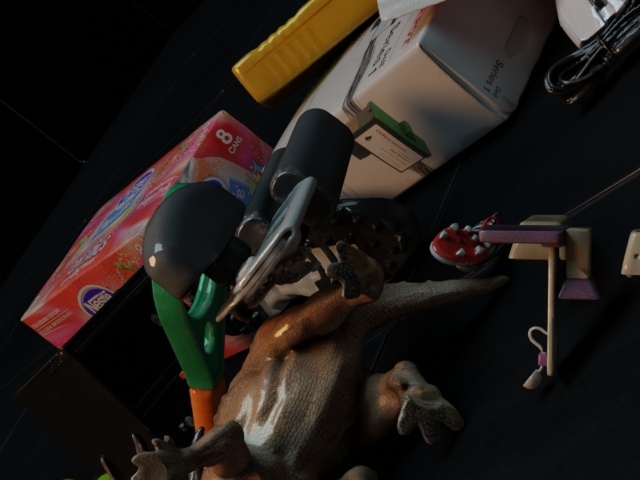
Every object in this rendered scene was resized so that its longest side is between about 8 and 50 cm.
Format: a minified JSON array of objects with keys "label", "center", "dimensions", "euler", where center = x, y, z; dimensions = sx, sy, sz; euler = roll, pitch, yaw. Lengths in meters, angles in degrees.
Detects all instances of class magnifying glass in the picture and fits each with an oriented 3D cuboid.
[{"label":"magnifying glass","center":[-0.077,0.072,0.983],"dimensions":[0.092,0.026,0.231],"euler":[-59,-31,-60]}]

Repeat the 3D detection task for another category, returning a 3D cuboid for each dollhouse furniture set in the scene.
[{"label":"dollhouse furniture set","center":[0.135,0.031,0.774],"dimensions":[0.114,0.091,0.081],"euler":[-21,-69,-75]}]

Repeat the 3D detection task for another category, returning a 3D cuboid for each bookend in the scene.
[{"label":"bookend","center":[-0.118,0.113,1.121],"dimensions":[0.072,0.157,0.156],"euler":[-42,5,35]}]

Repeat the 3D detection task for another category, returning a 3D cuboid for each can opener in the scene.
[{"label":"can opener","center":[-0.031,-0.029,0.934],"dimensions":[0.074,0.093,0.280],"euler":[-50,4,20]}]

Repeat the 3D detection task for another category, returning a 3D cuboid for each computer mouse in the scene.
[{"label":"computer mouse","center":[0.189,-0.165,1.021],"dimensions":[0.106,0.042,0.193],"euler":[-47,15,21]}]

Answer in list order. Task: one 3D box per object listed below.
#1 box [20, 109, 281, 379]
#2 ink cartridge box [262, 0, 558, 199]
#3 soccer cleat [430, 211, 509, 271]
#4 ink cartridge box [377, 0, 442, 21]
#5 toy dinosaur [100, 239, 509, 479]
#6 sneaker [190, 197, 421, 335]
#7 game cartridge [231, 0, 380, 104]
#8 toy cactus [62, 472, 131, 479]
[{"label":"box","center":[-0.132,0.023,1.352],"dimensions":[0.300,0.142,0.154],"euler":[-29,25,57]},{"label":"ink cartridge box","center":[0.071,-0.123,1.177],"dimensions":[0.219,0.092,0.160],"euler":[-37,20,48]},{"label":"soccer cleat","center":[0.088,0.006,0.895],"dimensions":[0.083,0.029,0.035],"euler":[-21,-29,-54]},{"label":"ink cartridge box","center":[0.123,-0.256,1.130],"dimensions":[0.189,0.066,0.232],"euler":[-18,53,12]},{"label":"toy dinosaur","center":[-0.026,0.109,0.870],"dimensions":[0.296,0.127,0.200],"euler":[-51,6,-20]},{"label":"sneaker","center":[0.000,0.000,1.125],"dimensions":[0.234,0.078,0.106],"euler":[-24,17,48]},{"label":"game cartridge","center":[0.061,-0.238,1.352],"dimensions":[0.323,0.053,0.285],"euler":[-38,3,3]},{"label":"toy cactus","center":[-0.157,0.227,0.929],"dimensions":[0.180,0.112,0.219],"euler":[99,-169,-56]}]
